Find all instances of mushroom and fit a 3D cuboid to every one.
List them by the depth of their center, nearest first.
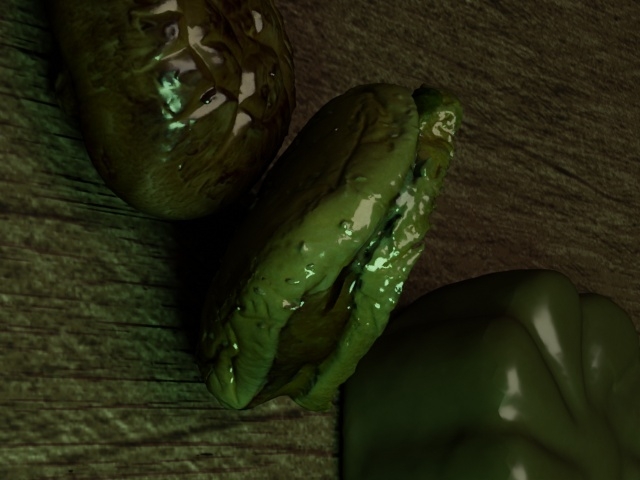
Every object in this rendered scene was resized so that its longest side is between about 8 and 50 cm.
[{"bbox_3d":[-0.113,-0.141,1.136,0.253,0.153,0.253,41,42,-50],"label":"mushroom"}]

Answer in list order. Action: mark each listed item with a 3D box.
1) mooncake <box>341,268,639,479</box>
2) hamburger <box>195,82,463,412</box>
[{"bbox_3d":[0.197,0.213,1.381,0.378,0.201,0.378,25,58,-48],"label":"mooncake"},{"bbox_3d":[0.000,0.001,1.153,0.134,0.265,0.285,22,44,-3],"label":"hamburger"}]
